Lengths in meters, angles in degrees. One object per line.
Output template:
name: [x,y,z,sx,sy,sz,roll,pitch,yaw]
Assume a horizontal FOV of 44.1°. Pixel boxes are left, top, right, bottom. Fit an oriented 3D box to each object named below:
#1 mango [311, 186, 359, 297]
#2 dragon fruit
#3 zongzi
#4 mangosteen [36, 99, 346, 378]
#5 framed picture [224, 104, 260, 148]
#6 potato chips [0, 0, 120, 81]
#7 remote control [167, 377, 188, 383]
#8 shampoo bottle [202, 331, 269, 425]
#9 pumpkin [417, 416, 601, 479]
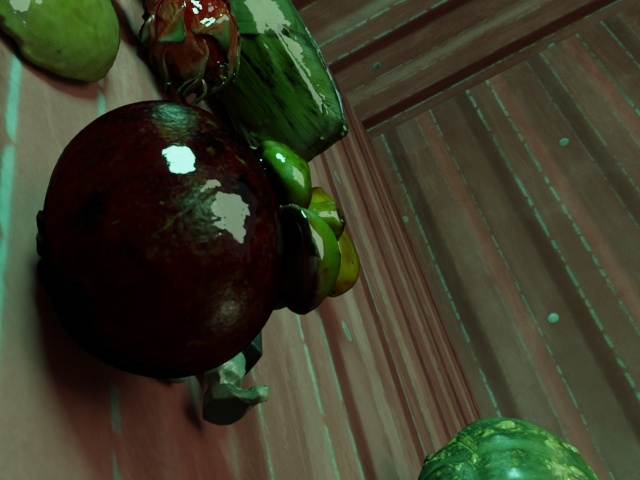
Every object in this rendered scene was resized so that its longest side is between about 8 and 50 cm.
mango: [-0.003,0.003,1.111,0.160,0.084,0.105,67,11,16]
dragon fruit: [-0.150,-0.230,0.905,0.121,0.130,0.142,18,-37,51]
zongzi: [-0.105,-0.269,1.009,0.323,0.159,0.360,58,6,17]
mangosteen: [-0.076,-0.003,0.501,0.200,0.199,0.200,60,12,-20]
framed picture: [-0.076,-0.096,1.194,0.232,0.010,0.173,67,11,15]
potato chips: [-0.224,-0.208,0.663,0.150,0.049,0.201,60,16,7]
remote control: [-0.126,0.049,0.603,0.053,0.017,0.125,49,18,-51]
shampoo bottle: [-0.077,0.070,0.668,0.057,0.063,0.208,45,20,-29]
pumpkin: [0.253,0.371,1.012,0.328,0.257,0.292,62,21,-49]
